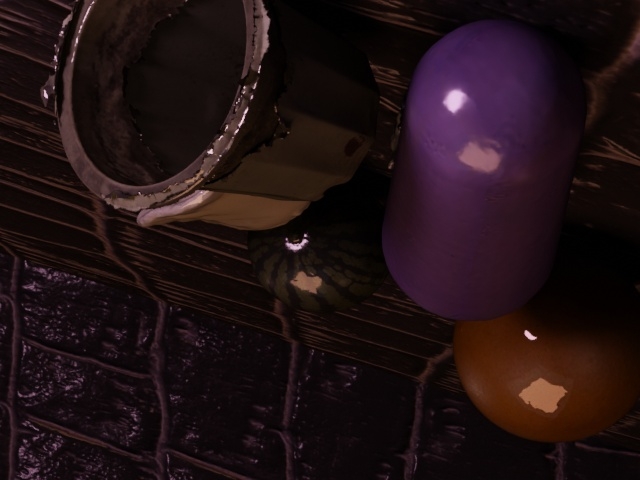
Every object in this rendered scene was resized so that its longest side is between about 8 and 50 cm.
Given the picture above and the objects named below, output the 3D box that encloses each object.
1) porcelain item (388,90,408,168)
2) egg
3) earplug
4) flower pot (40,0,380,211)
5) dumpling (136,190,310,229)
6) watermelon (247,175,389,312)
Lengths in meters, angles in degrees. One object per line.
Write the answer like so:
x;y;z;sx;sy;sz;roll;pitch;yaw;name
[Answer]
0.093;-0.118;1.452;0.021;0.075;0.136;16;166;2;porcelain item
0.332;0.151;1.783;0.282;0.283;0.351;15;165;4;egg
0.173;-0.078;1.306;0.215;0.215;0.456;14;161;7;earplug
-0.083;-0.151;1.219;0.290;0.290;0.259;3;173;41;flower pot
-0.121;-0.071;1.551;0.187;0.243;0.318;48;147;-4;dumpling
0.000;0.000;1.724;0.212;0.212;0.212;15;165;4;watermelon
